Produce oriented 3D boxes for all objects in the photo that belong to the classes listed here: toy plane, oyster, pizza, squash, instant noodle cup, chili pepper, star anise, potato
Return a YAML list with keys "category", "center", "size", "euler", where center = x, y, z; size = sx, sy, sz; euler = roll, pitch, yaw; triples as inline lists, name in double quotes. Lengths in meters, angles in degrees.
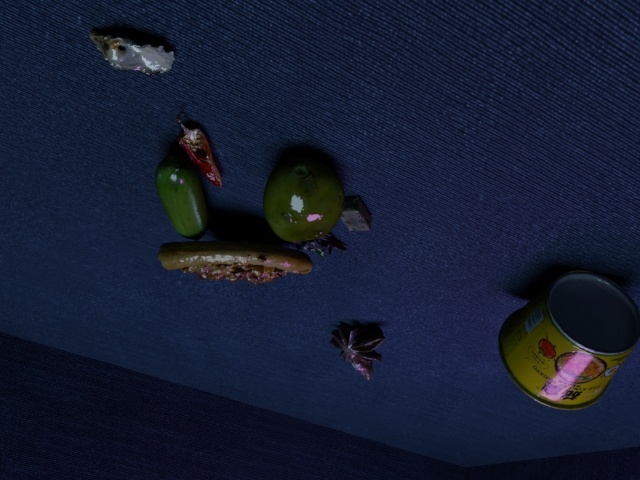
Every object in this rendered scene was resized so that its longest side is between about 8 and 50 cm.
- category: "toy plane"
  center: [-0.001, 0.003, 1.785]
  size: [0.189, 0.061, 0.130]
  euler: [30, 145, -32]
- category: "oyster"
  center: [-0.343, -0.345, 1.270]
  size: [0.146, 0.045, 0.122]
  euler: [-7, 145, 16]
- category: "pizza"
  center: [-0.228, 0.053, 1.825]
  size: [0.408, 0.114, 0.278]
  euler: [7, 169, -21]
- category: "squash"
  center: [-0.333, -0.099, 1.656]
  size: [0.107, 0.107, 0.395]
  euler: [8, 156, 3]
- category: "instant noodle cup"
  center: [0.663, 0.245, 1.788]
  size: [0.325, 0.326, 0.254]
  euler: [11, 142, -1]
- category: "chili pepper"
  center: [-0.027, 0.019, 1.866]
  size: [0.091, 0.034, 0.030]
  euler: [18, -176, -16]
- category: "star anise"
  center: [0.130, 0.370, 2.372]
  size: [0.198, 0.110, 0.257]
  euler: [27, 141, 22]
- category: "potato"
  center: [-0.039, -0.086, 1.544]
  size: [0.186, 0.148, 0.253]
  euler: [6, 152, 13]
- category: "chili pepper"
  center: [-0.270, -0.200, 1.519]
  size: [0.050, 0.059, 0.268]
  euler: [44, 170, 29]

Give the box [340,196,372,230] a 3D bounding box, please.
- category: "box"
  center: [0.083, -0.063, 1.654]
  size: [0.062, 0.045, 0.098]
  euler: [-4, 150, 27]
